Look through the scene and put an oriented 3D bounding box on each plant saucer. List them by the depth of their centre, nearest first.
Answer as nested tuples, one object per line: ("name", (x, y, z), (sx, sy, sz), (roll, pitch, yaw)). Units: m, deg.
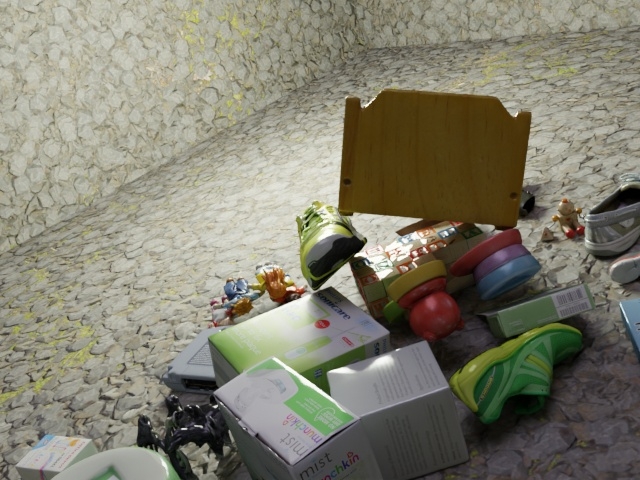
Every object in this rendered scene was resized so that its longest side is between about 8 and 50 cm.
("plant saucer", (0.280, -0.041, 1.949), (0.199, 0.036, 0.198), (-20, -5, -2))

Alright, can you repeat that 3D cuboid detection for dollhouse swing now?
("dollhouse swing", (0.224, -0.164, 1.656), (0.347, 0.315, 0.305), (5, 18, 5))

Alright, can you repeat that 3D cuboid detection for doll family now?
("doll family", (-0.162, 0.124, 1.890), (0.263, 0.118, 0.163), (-21, 24, -6))

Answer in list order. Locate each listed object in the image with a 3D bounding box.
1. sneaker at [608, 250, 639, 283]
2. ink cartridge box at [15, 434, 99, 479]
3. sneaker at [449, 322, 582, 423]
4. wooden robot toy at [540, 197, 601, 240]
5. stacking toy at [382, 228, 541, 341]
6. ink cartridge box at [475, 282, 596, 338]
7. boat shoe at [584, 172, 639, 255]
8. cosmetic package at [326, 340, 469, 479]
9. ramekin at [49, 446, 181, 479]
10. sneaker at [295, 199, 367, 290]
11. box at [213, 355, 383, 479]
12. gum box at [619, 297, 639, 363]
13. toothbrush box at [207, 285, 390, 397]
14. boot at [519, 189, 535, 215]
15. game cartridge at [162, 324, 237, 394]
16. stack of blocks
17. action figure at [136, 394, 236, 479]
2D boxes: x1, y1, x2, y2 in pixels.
("sneaker", (0.644, 0.035, 1.581), (0.158, 0.061, 0.065), (-15, 18, 8))
("ink cartridge box", (-0.476, 0.431, 1.500), (0.143, 0.090, 0.092), (-5, 28, 30))
("sneaker", (0.341, 0.228, 1.352), (0.295, 0.123, 0.109), (-18, -19, -34))
("wooden robot toy", (0.569, -0.059, 1.804), (0.173, 0.079, 0.076), (-19, 24, 1))
("stacking toy", (0.276, 0.118, 1.579), (0.309, 0.130, 0.279), (-22, -19, -17))
("ink cartridge box", (0.399, 0.134, 1.515), (0.171, 0.056, 0.235), (-19, -8, -1))
("boat shoe", (0.677, -0.082, 1.745), (0.320, 0.103, 0.118), (-34, 28, -30))
("cosmetic package", (0.122, 0.285, 1.306), (0.184, 0.151, 0.151), (-18, 24, 1))
("ramekin", (-0.334, 0.466, 1.253), (0.303, 0.148, 0.303), (-15, 24, 7))
("sneaker", (0.000, 0.000, 1.668), (0.145, 0.147, 0.385), (-41, 0, 5))
("box", (-0.026, 0.336, 1.211), (0.127, 0.231, 0.262), (-29, 26, -22))
("gum box", (0.613, 0.153, 1.369), (0.157, 0.041, 0.184), (-12, 26, 14))
("toothbrush box", (-0.038, 0.223, 1.511), (0.283, 0.122, 0.206), (-19, 32, -25))
("boot", (0.498, -0.126, 2.022), (0.137, 0.077, 0.198), (9, 49, 38))
("game cartridge", (-0.171, 0.252, 1.710), (0.294, 0.060, 0.196), (-2, 33, 33))
("stack of blocks", (0.226, 0.055, 1.799), (0.297, 0.087, 0.171), (-20, 24, -3))
("action figure", (-0.222, 0.353, 1.433), (0.164, 0.141, 0.276), (-33, 12, -33))
